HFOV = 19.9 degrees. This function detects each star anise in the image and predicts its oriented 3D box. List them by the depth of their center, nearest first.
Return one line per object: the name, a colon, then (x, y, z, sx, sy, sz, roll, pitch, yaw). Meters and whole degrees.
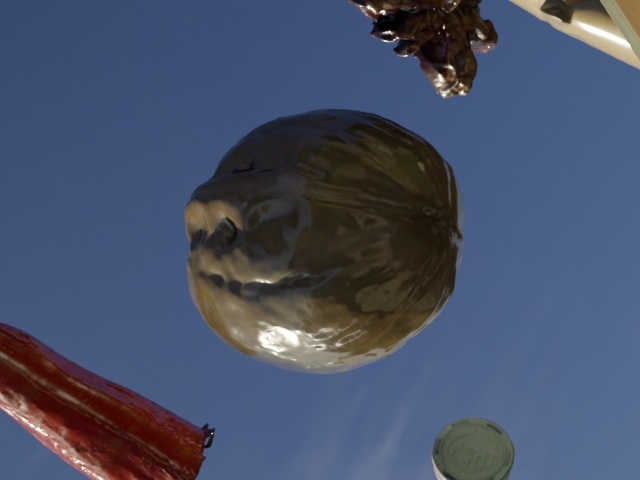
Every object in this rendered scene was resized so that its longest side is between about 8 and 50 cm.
star anise: (0.060, -0.176, 1.192, 0.190, 0.070, 0.097, 40, -114, -37)

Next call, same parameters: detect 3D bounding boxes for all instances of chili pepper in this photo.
chili pepper: (-0.151, 0.096, 1.078, 0.169, 0.088, 0.065, 36, -121, -19)

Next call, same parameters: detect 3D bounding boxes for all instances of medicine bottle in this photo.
medicine bottle: (0.141, 0.251, 1.708, 0.074, 0.074, 0.218, -48, -26, -26)

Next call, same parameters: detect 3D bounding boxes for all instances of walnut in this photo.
walnut: (0.001, 0.000, 0.957, 0.140, 0.162, 0.140, 4, -99, -27)

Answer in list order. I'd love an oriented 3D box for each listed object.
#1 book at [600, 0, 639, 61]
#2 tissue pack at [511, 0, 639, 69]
book: (0.121, -0.167, 0.738, 0.018, 0.170, 0.242, -42, -73, -17)
tissue pack: (0.228, -0.223, 1.098, 0.375, 0.390, 0.195, -45, -17, -52)
